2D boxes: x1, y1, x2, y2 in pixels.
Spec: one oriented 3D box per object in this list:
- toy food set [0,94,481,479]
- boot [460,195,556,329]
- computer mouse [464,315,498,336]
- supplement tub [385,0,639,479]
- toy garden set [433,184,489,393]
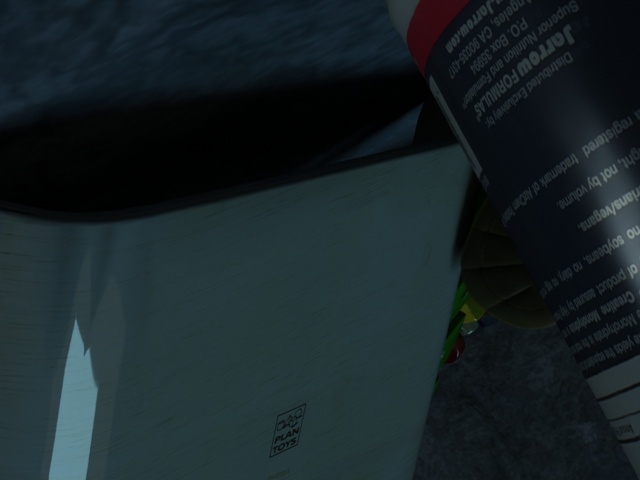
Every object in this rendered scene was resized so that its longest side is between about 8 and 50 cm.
[{"bbox_3d":[-0.047,0.058,0.576,0.306,0.092,0.219,-17,125,-52],"label":"toy food set"},{"bbox_3d":[0.147,-0.073,0.637,0.213,0.077,0.165,-60,174,25],"label":"boot"},{"bbox_3d":[0.102,0.040,1.101,0.189,0.072,0.272,-30,170,12],"label":"computer mouse"},{"bbox_3d":[0.155,-0.012,0.398,0.191,0.272,0.191,-27,171,-4],"label":"supplement tub"},{"bbox_3d":[0.071,0.028,0.867,0.204,0.049,0.244,-46,161,-42],"label":"toy garden set"}]
